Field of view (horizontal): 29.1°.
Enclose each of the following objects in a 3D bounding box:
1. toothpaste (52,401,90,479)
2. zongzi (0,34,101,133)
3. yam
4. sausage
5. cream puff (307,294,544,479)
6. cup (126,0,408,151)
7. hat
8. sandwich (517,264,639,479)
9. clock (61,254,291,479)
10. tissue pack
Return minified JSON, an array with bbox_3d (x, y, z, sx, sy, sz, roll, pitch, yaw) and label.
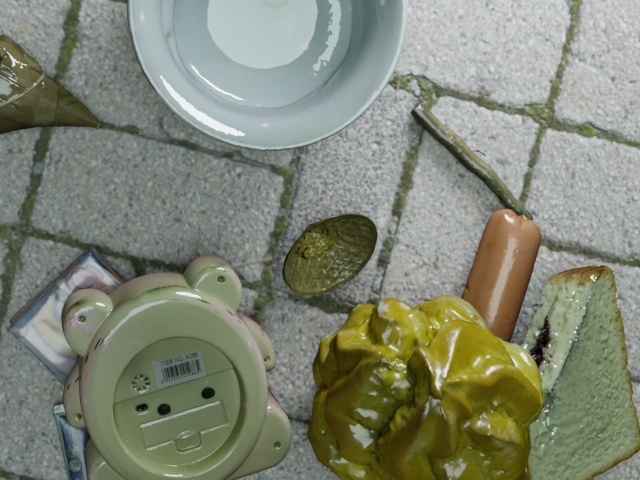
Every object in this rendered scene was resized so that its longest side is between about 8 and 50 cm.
[{"bbox_3d":[-0.326,0.315,1.691,0.057,0.035,0.197,-9,96,-15],"label":"toothpaste"},{"bbox_3d":[-0.409,-0.145,1.606,0.178,0.081,0.189,42,96,-20],"label":"zongzi"},{"bbox_3d":[0.214,-0.107,1.712,0.234,0.029,0.027,43,132,-11],"label":"yam"},{"bbox_3d":[0.232,0.099,1.710,0.086,0.086,0.289,17,94,-9],"label":"sausage"},{"bbox_3d":[0.104,0.201,1.567,0.324,0.257,0.291,41,95,34],"label":"cream puff"},{"bbox_3d":[-0.071,-0.292,1.580,0.347,0.163,0.347,-1,97,-6],"label":"cup"},{"bbox_3d":[0.000,0.000,1.683,0.146,0.067,0.146,-20,139,-19],"label":"hat"},{"bbox_3d":[0.321,0.198,1.684,0.254,0.099,0.289,-15,99,-31],"label":"sandwich"},{"bbox_3d":[-0.195,0.188,1.618,0.283,0.114,0.310,-15,110,-10],"label":"clock"},{"bbox_3d":[-0.323,0.101,1.648,0.155,0.065,0.115,-43,103,-1],"label":"tissue pack"}]
